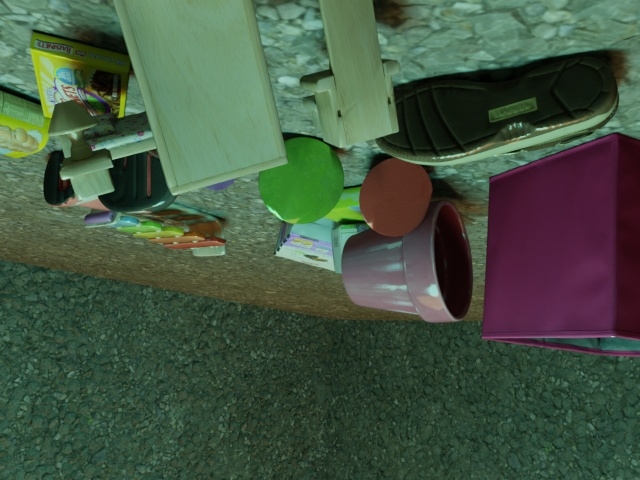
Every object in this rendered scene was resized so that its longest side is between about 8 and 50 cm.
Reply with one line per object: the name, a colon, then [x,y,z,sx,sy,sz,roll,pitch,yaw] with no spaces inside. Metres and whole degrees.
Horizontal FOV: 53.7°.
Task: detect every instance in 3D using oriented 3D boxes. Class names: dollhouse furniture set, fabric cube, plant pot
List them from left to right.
dollhouse furniture set: [-0.130,-0.185,0.661,0.303,0.174,0.355,-17,-158,-13]
plant pot: [0.143,0.043,1.077,0.180,0.201,0.201,-9,162,30]
fabric cube: [0.416,0.028,0.920,0.259,0.258,0.254,11,166,-22]

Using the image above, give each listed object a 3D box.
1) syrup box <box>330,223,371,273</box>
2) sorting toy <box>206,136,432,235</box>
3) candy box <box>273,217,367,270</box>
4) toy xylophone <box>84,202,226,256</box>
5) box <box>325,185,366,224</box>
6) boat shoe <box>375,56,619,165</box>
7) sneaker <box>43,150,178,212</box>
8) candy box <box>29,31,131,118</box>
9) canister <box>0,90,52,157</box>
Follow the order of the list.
syrup box: [0.147,0.011,1.233,0.237,0.096,0.093,-5,179,-10]
sorting toy: [-0.017,-0.096,0.972,0.365,0.127,0.126,8,-168,-17]
candy box: [0.000,0.000,1.360,0.165,0.070,0.196,15,162,-11]
toy xylophone: [-0.372,-0.033,1.422,0.322,0.081,0.236,16,165,-40]
box: [0.085,-0.065,1.150,0.178,0.042,0.109,-6,165,39]
boat shoe: [0.189,-0.126,0.697,0.257,0.095,0.095,-2,172,30]
sneaker: [-0.328,-0.103,1.070,0.314,0.116,0.136,6,180,35]
candy box: [-0.294,-0.188,0.783,0.105,0.027,0.206,12,167,-17]
canister: [-0.467,-0.169,0.846,0.126,0.073,0.170,-4,166,41]
